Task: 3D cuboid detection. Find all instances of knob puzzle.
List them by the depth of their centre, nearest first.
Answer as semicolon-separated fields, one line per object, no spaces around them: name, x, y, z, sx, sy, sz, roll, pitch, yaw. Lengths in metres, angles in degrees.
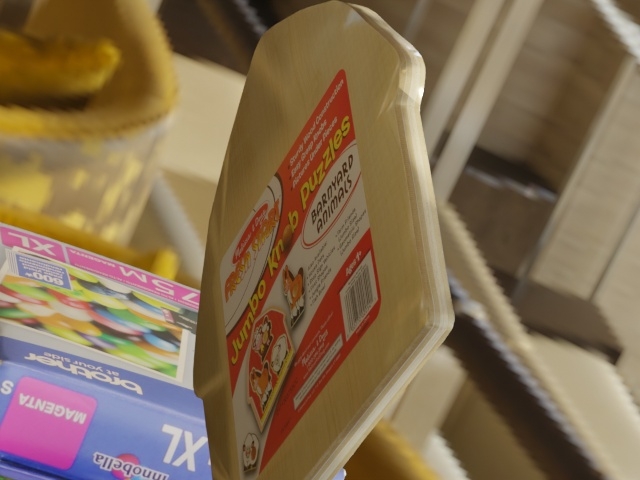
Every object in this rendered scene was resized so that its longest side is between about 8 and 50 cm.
knob puzzle;0.000;0.000;0.697;0.030;0.213;0.213;9;25;-22

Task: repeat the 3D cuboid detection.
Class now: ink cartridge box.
ink cartridge box;-0.098;0.080;1.022;0.185;0.065;0.311;20;13;-16
